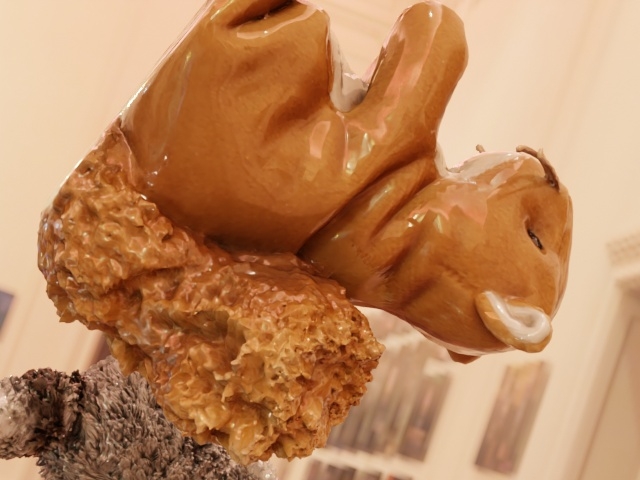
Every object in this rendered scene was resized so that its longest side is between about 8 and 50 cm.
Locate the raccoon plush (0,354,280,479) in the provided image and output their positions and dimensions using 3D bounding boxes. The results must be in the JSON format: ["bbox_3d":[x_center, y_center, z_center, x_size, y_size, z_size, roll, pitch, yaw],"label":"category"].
[{"bbox_3d":[-0.219,0.304,1.909,0.446,0.216,0.299,-12,57,-52],"label":"raccoon plush"}]

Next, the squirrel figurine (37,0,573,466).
[{"bbox_3d":[0.000,0.000,1.282,0.370,0.397,0.281,40,-19,-9],"label":"squirrel figurine"}]
